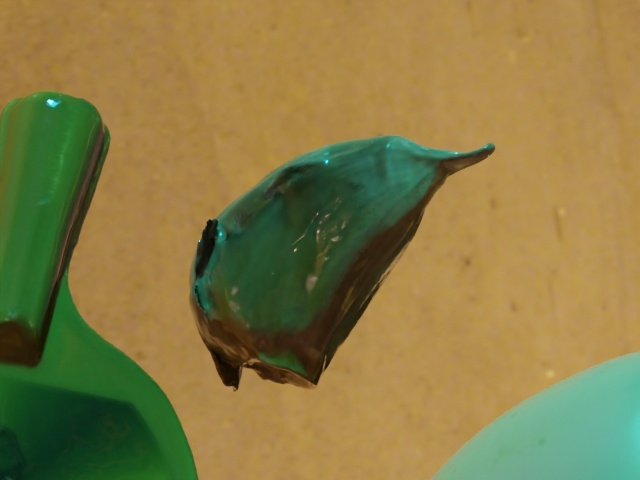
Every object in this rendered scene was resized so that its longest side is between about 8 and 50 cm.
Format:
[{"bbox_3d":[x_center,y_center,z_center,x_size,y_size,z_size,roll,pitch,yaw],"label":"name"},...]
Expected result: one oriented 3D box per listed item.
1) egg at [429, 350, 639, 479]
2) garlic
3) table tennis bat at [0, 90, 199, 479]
[{"bbox_3d":[0.159,0.224,0.943,0.283,0.283,0.345,5,108,-64],"label":"egg"},{"bbox_3d":[-0.001,0.001,0.798,0.152,0.084,0.066,-52,166,-11],"label":"garlic"},{"bbox_3d":[-0.140,0.068,0.763,0.050,0.198,0.321,121,-19,-53],"label":"table tennis bat"}]
